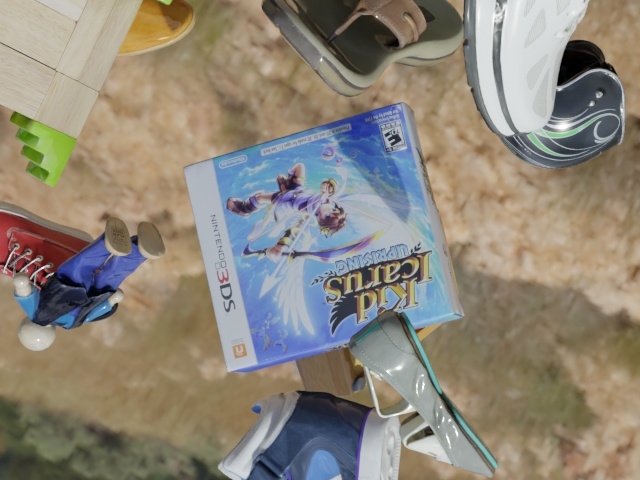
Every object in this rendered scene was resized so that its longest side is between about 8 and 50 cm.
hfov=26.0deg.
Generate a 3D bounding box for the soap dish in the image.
[{"bbox_3d":[0.076,0.077,2.047,0.118,0.291,0.229,25,141,44],"label":"soap dish"}]

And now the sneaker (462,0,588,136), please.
[{"bbox_3d":[0.280,-0.279,1.370,0.257,0.169,0.447,7,133,15],"label":"sneaker"}]

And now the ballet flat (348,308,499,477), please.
[{"bbox_3d":[0.089,0.149,1.244,0.213,0.068,0.072,57,-179,-32],"label":"ballet flat"}]

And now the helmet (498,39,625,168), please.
[{"bbox_3d":[0.290,-0.173,1.736,0.162,0.169,0.169,-7,152,2],"label":"helmet"}]

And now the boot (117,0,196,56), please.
[{"bbox_3d":[-0.336,-0.360,1.935,0.295,0.104,0.211,1,149,9],"label":"boot"}]

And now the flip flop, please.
[{"bbox_3d":[0.049,-0.187,1.134,0.112,0.277,0.080,51,123,13],"label":"flip flop"}]

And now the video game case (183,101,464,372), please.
[{"bbox_3d":[0.000,0.000,1.551,0.269,0.244,0.061,-16,171,15],"label":"video game case"}]

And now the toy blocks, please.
[{"bbox_3d":[-0.276,-0.275,1.206,0.261,0.381,0.191,25,-179,-39],"label":"toy blocks"}]

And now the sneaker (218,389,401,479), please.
[{"bbox_3d":[-0.029,0.362,1.852,0.236,0.322,0.130,6,174,21],"label":"sneaker"}]

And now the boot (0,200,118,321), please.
[{"bbox_3d":[-0.395,0.036,1.872,0.244,0.088,0.176,15,-154,-32],"label":"boot"}]

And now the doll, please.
[{"bbox_3d":[-0.233,0.045,1.316,0.129,0.046,0.189,8,142,-43],"label":"doll"}]
